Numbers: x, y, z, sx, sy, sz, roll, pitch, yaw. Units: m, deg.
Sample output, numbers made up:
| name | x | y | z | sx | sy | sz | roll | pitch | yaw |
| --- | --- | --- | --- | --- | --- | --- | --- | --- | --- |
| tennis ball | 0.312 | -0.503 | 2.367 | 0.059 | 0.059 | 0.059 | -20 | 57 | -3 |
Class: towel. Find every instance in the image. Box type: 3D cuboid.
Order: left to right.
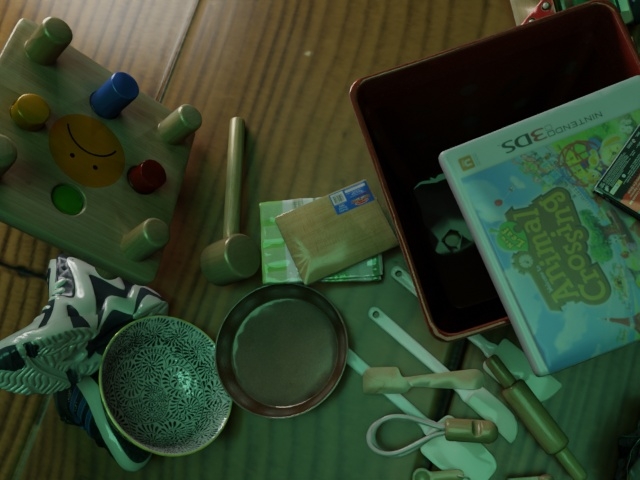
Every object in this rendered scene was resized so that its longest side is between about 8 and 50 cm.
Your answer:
| name | x | y | z | sx | sy | sz | roll | pitch | yaw |
| --- | --- | --- | --- | --- | --- | --- | --- | --- | --- |
| towel | 0.000 | 0.000 | 0.846 | 0.152 | 0.023 | 0.113 | -3 | 73 | 0 |

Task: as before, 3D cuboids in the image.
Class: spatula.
| name | x | y | z | sx | sy | sz | roll | pitch | yaw |
| --- | --- | --- | --- | --- | --- | --- | --- | --- | --- |
| spatula | 0.139 | 0.157 | 0.800 | 0.242 | 0.019 | 0.168 | 39 | 88 | 15 |

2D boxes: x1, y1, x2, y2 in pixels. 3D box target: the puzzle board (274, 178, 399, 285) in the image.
| name | x | y | z | sx | sy | sz | roll | pitch | yaw |
| --- | --- | --- | --- | --- | --- | --- | --- | --- | --- |
| puzzle board | 0.020 | -0.011 | 0.831 | 0.128 | 0.011 | 0.096 | -23 | 74 | -7 |

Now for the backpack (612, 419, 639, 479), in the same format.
| name | x | y | z | sx | sy | sz | roll | pitch | yaw |
| --- | --- | --- | --- | --- | --- | --- | --- | --- | --- |
| backpack | 0.390 | 0.229 | 0.651 | 0.166 | 0.188 | 0.144 | 14 | 81 | 14 |

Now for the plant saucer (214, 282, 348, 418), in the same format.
| name | x | y | z | sx | sy | sz | roll | pitch | yaw |
| --- | --- | --- | --- | --- | --- | --- | --- | --- | --- |
| plant saucer | -0.047 | 0.136 | 0.824 | 0.168 | 0.029 | 0.168 | -4 | 68 | 10 |

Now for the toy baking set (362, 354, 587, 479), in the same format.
| name | x | y | z | sx | sy | sz | roll | pitch | yaw |
| --- | --- | --- | --- | --- | --- | --- | --- | --- | --- |
| toy baking set | 0.165 | 0.229 | 0.753 | 0.197 | 0.030 | 0.256 | -32 | 76 | 2 |

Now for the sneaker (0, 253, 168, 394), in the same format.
| name | x | y | z | sx | sy | sz | roll | pitch | yaw |
| --- | --- | --- | --- | --- | --- | --- | --- | --- | --- |
| sneaker | -0.319 | 0.089 | 0.809 | 0.153 | 0.235 | 0.094 | 30 | 125 | 27 |

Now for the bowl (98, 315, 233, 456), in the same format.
| name | x | y | z | sx | sy | sz | roll | pitch | yaw |
| --- | --- | --- | --- | --- | --- | --- | --- | --- | --- |
| bowl | -0.199 | 0.184 | 0.806 | 0.080 | 0.170 | 0.170 | -38 | 69 | 41 |

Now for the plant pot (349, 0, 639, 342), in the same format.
| name | x | y | z | sx | sy | sz | roll | pitch | yaw |
| --- | --- | --- | --- | --- | --- | --- | --- | --- | --- |
| plant pot | 0.203 | -0.044 | 0.717 | 0.267 | 0.236 | 0.267 | -18 | 74 | 3 |

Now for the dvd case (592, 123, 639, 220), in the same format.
| name | x | y | z | sx | sy | sz | roll | pitch | yaw |
| --- | --- | --- | --- | --- | --- | --- | --- | --- | --- |
| dvd case | 0.301 | -0.043 | 0.551 | 0.119 | 0.013 | 0.087 | 35 | 82 | 15 |

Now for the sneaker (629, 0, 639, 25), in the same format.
| name | x | y | z | sx | sy | sz | roll | pitch | yaw |
| --- | --- | --- | --- | --- | --- | --- | --- | --- | --- |
| sneaker | 0.324 | -0.348 | 0.864 | 0.098 | 0.083 | 0.223 | -38 | 74 | 29 |

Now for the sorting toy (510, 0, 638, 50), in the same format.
| name | x | y | z | sx | sy | sz | roll | pitch | yaw |
| --- | --- | --- | --- | --- | --- | --- | --- | --- | --- |
| sorting toy | 0.296 | -0.298 | 0.814 | 0.132 | 0.046 | 0.274 | -15 | 88 | 38 |

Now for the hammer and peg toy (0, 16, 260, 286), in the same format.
| name | x | y | z | sx | sy | sz | roll | pitch | yaw |
| --- | --- | --- | --- | --- | --- | --- | --- | --- | --- |
| hammer and peg toy | -0.240 | -0.084 | 0.820 | 0.127 | 0.361 | 0.266 | -27 | 45 | 40 |

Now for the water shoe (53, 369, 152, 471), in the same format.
| name | x | y | z | sx | sy | sz | roll | pitch | yaw |
| --- | --- | --- | --- | --- | --- | --- | --- | --- | --- |
| water shoe | -0.285 | 0.212 | 0.848 | 0.080 | 0.073 | 0.203 | -45 | 69 | 21 |

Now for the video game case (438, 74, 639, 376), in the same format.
| name | x | y | z | sx | sy | sz | roll | pitch | yaw |
| --- | --- | --- | --- | --- | --- | --- | --- | --- | --- |
| video game case | 0.232 | -0.016 | 0.572 | 0.193 | 0.023 | 0.212 | -21 | 75 | 2 |
